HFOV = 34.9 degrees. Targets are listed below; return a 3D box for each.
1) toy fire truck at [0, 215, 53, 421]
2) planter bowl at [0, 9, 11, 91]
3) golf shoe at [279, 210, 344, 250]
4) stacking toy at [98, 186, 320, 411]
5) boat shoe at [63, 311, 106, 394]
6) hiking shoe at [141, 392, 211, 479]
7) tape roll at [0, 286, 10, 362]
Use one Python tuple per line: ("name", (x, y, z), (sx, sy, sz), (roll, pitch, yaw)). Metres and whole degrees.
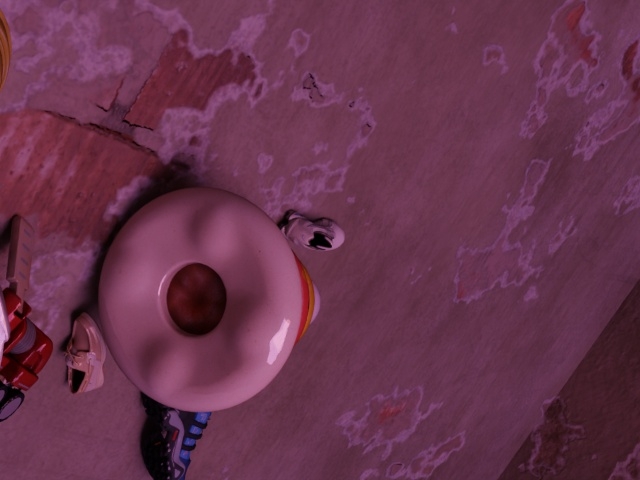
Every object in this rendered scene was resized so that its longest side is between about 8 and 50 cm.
("toy fire truck", (-0.462, 0.115, 1.491), (0.246, 0.158, 0.217), (-48, 167, -12))
("planter bowl", (-0.462, -0.205, 1.246), (0.217, 0.090, 0.217), (-27, 138, -28))
("golf shoe", (0.000, 0.000, 1.918), (0.176, 0.086, 0.069), (10, 111, -52))
("stacking toy", (-0.124, 0.095, 1.762), (0.350, 0.351, 0.480), (-58, 162, 10))
("boat shoe", (-0.395, 0.194, 1.688), (0.059, 0.063, 0.170), (-29, 140, -36))
("hiking shoe", (-0.260, 0.365, 1.938), (0.132, 0.113, 0.304), (-20, 134, -34))
("tape roll", (-0.589, 0.112, 1.256), (0.392, 0.072, 0.392), (-5, 107, -17))
